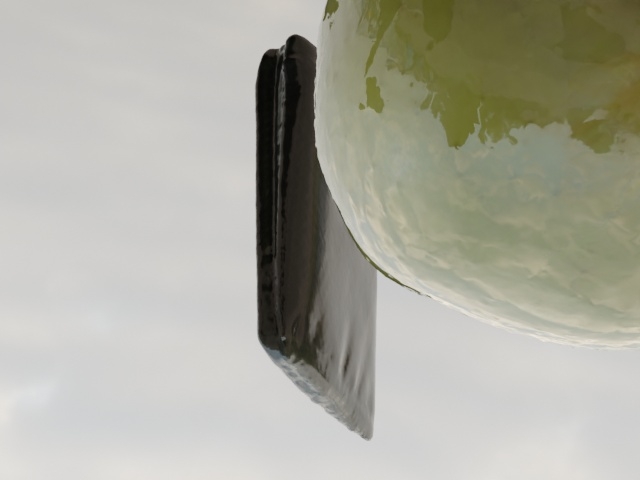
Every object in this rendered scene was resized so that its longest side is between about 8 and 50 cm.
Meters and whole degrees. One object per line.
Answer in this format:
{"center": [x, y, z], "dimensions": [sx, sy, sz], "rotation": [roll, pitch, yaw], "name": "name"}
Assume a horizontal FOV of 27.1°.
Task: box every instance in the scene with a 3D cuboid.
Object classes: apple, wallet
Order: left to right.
{"center": [0.000, 0.000, 0.894], "dimensions": [0.052, 0.168, 0.245], "rotation": [-12, -124, 19], "name": "wallet"}
{"center": [0.089, -0.054, 0.457], "dimensions": [0.200, 0.200, 0.200], "rotation": [8, -160, -3], "name": "apple"}
